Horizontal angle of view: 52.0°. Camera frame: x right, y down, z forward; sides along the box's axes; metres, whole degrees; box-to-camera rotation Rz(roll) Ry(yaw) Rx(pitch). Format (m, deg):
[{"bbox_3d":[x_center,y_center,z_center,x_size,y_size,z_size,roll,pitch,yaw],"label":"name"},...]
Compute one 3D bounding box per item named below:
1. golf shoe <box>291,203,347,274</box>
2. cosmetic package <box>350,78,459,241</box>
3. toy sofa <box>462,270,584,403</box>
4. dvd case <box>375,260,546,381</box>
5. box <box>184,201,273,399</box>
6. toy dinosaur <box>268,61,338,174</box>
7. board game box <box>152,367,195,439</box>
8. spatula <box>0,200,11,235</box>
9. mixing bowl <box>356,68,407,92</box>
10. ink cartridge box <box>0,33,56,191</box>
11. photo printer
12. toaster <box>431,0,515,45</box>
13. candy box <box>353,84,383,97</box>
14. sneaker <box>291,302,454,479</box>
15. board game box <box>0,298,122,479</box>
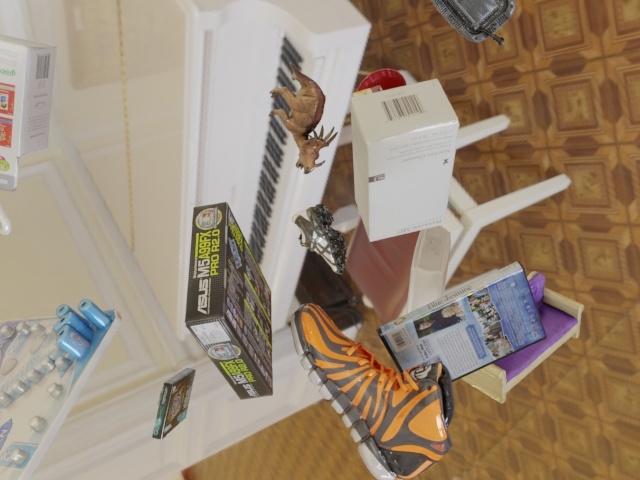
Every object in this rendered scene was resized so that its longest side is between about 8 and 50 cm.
[{"bbox_3d":[0.000,0.000,1.563,0.094,0.077,0.198,-8,124,26],"label":"golf shoe"},{"bbox_3d":[0.195,-0.180,1.579,0.385,0.217,0.156,79,176,-55],"label":"cosmetic package"},{"bbox_3d":[0.537,0.249,1.758,0.150,0.362,0.177,29,139,44],"label":"toy sofa"},{"bbox_3d":[0.238,0.154,1.088,0.180,0.253,0.022,60,-174,-35],"label":"dvd case"},{"bbox_3d":[-0.140,0.105,1.065,0.270,0.060,0.216,71,-169,-52],"label":"box"},{"bbox_3d":[-0.033,-0.359,1.859,0.200,0.127,0.296,34,135,29],"label":"toy dinosaur"},{"bbox_3d":[-0.339,0.376,1.529,0.186,0.026,0.126,15,-93,-85],"label":"board game box"},{"bbox_3d":[-0.322,-0.068,0.549,0.242,0.019,0.168,57,133,17],"label":"spatula"},{"bbox_3d":[0.217,-0.469,2.194,0.181,0.181,0.098,53,-171,29],"label":"mixing bowl"},{"bbox_3d":[-0.681,-0.260,1.226,0.130,0.309,0.272,-86,9,-73],"label":"ink cartridge box"},{"bbox_3d":[0.331,0.147,2.037,0.107,0.256,0.307,9,124,11],"label":"photo printer"},{"bbox_3d":[0.307,-0.507,1.345,0.227,0.146,0.129,43,116,-13],"label":"toaster"},{"bbox_3d":[0.180,-0.260,1.885,0.183,0.087,0.316,-100,-8,-53],"label":"candy box"},{"bbox_3d":[0.098,0.208,1.038,0.180,0.124,0.321,-37,84,23],"label":"sneaker"},{"bbox_3d":[-0.465,0.242,0.789,0.390,0.390,0.050,-8,134,35],"label":"board game box"}]
